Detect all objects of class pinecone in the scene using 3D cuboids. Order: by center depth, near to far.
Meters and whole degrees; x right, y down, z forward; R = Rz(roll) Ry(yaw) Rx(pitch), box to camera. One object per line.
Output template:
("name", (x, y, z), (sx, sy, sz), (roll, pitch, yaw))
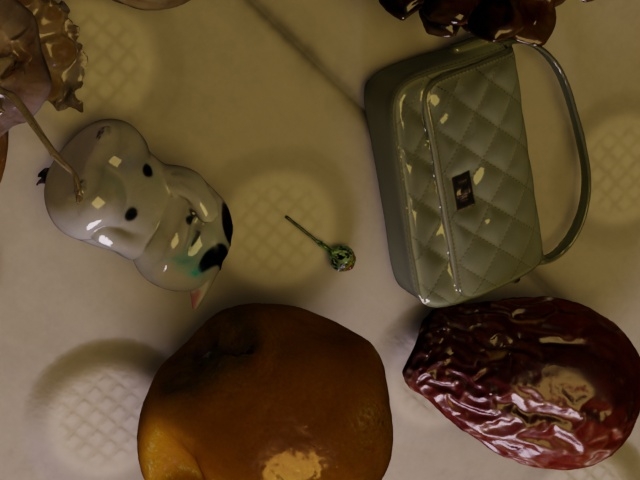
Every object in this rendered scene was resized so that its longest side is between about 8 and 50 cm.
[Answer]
("pinecone", (0.142, -0.278, 1.321), (0.228, 0.202, 0.201), (-25, 145, -10))

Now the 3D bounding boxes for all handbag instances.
("handbag", (0.162, -0.071, 1.461), (0.219, 0.079, 0.256), (-19, 113, -18))

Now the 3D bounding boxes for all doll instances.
("doll", (-0.152, -0.025, 1.340), (0.180, 0.107, 0.110), (31, 65, -22))

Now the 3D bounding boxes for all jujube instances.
("jujube", (0.199, 0.132, 1.503), (0.236, 0.168, 0.168), (16, 101, -7))

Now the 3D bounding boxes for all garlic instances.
("garlic", (-0.249, -0.121, 1.232), (0.207, 0.256, 0.207), (-48, 150, -40))

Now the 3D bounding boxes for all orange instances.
("orange", (-0.050, 0.151, 1.365), (0.249, 0.249, 0.183), (-32, 121, -8))

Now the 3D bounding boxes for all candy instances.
("candy", (0.000, 0.000, 1.455), (0.083, 0.025, 0.023), (40, 47, -18))

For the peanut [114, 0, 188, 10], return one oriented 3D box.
("peanut", (-0.068, -0.312, 1.271), (0.313, 0.149, 0.149), (-40, 115, -1))
